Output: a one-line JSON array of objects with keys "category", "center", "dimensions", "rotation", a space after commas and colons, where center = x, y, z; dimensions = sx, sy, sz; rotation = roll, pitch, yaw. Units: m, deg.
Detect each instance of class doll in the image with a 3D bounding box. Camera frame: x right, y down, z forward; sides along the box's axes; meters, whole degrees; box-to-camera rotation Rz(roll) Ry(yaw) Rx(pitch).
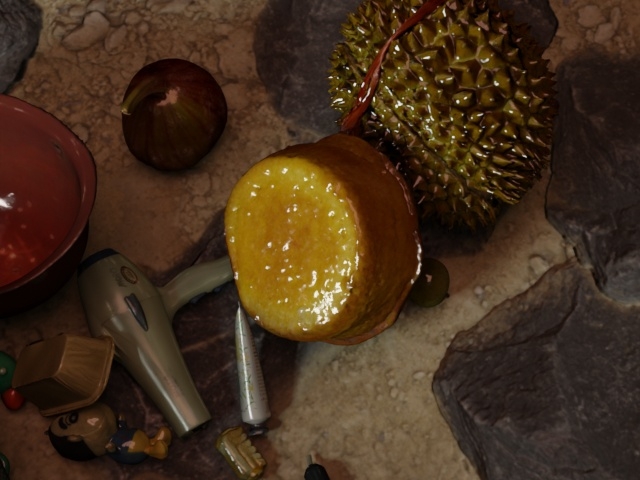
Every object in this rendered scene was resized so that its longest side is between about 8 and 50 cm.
[{"category": "doll", "center": [-0.303, 0.275, 1.825], "dimensions": [0.179, 0.102, 0.088], "rotation": [1, 105, -1]}]

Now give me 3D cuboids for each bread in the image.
[{"category": "bread", "center": [-0.113, 0.307, 1.836], "dimensions": [0.049, 0.033, 0.088], "rotation": [-34, 74, -29]}, {"category": "bread", "center": [0.003, 0.005, 1.834], "dimensions": [0.312, 0.312, 0.172], "rotation": [52, 31, 19]}]

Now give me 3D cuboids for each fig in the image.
[{"category": "fig", "center": [-0.234, -0.212, 1.972], "dimensions": [0.175, 0.207, 0.175], "rotation": [-5, 61, 9]}]

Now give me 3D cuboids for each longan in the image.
[{"category": "longan", "center": [0.165, 0.065, 1.932], "dimensions": [0.083, 0.075, 0.075], "rotation": [28, 62, -33]}]

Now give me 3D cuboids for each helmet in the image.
[{"category": "helmet", "center": [-0.474, -0.012, 1.863], "dimensions": [0.385, 0.230, 0.337], "rotation": [12, 61, 16]}]

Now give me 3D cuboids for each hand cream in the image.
[{"category": "hand cream", "center": [-0.105, 0.185, 1.861], "dimensions": [0.042, 0.067, 0.194], "rotation": [-10, 84, 0]}]

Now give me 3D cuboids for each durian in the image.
[{"category": "durian", "center": [0.180, -0.208, 1.926], "dimensions": [0.347, 0.347, 0.384], "rotation": [-42, 100, -17]}]

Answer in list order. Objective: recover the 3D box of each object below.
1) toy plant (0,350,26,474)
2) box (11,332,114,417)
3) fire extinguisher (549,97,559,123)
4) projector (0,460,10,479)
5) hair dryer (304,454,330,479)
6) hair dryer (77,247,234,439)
[{"category": "toy plant", "center": [-0.590, 0.203, 1.808], "dimensions": [0.400, 0.185, 0.279], "rotation": [43, 44, 9]}, {"category": "box", "center": [-0.360, 0.188, 1.822], "dimensions": [0.111, 0.177, 0.111], "rotation": [16, 66, -41]}, {"category": "fire extinguisher", "center": [0.338, -0.172, 2.047], "dimensions": [0.056, 0.039, 0.132], "rotation": [11, 63, 41]}, {"category": "projector", "center": [-0.616, 0.343, 1.599], "dimensions": [0.395, 0.242, 0.405], "rotation": [-26, 89, 11]}, {"category": "hair dryer", "center": [0.035, 0.390, 1.791], "dimensions": [0.124, 0.071, 0.219], "rotation": [-24, 60, -12]}, {"category": "hair dryer", "center": [-0.192, 0.141, 1.887], "dimensions": [0.298, 0.119, 0.295], "rotation": [-7, 72, -17]}]
